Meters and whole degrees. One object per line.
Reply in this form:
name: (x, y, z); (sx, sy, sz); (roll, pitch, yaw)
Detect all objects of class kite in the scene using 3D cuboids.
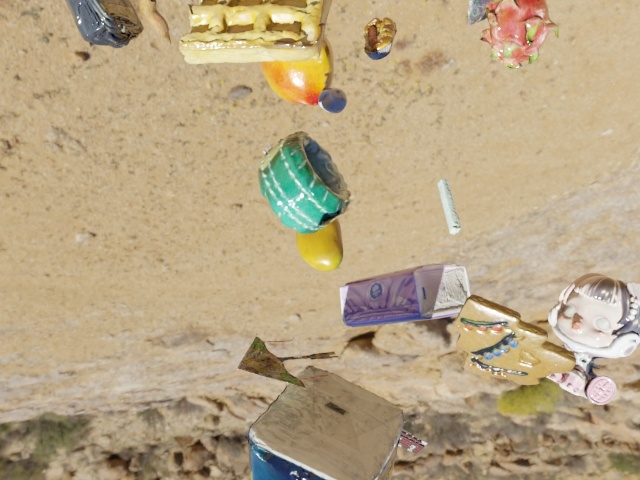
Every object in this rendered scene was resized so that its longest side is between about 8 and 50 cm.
kite: (-0.070, 0.250, 1.087); (0.245, 0.198, 0.006); (0, 115, -36)
kite: (0.621, -0.863, 1.850); (0.286, 0.015, 0.152); (-22, 123, -36)

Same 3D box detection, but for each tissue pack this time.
tissue pack: (0.009, 0.522, 1.123); (0.253, 0.264, 0.416); (-44, 146, -46)
tissue pack: (0.252, 0.171, 1.584); (0.242, 0.160, 0.338); (0, 169, -38)

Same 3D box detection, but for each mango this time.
mango: (-0.006, -0.001, 1.913); (0.176, 0.254, 0.139); (-20, 149, 26)

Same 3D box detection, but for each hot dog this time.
hot dog: (0.217, -0.752, 1.910); (0.131, 0.252, 0.069); (-14, 134, 22)

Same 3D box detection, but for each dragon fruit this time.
dragon fruit: (0.415, -0.479, 1.074); (0.137, 0.135, 0.235); (-15, 113, -23)

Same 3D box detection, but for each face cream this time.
face cream: (0.043, -0.502, 1.846); (0.091, 0.091, 0.095); (-34, 170, 32)

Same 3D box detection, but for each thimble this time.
thimble: (-0.049, -0.165, 1.448); (0.167, 0.288, 0.254); (-36, 153, 22)

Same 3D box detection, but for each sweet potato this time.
sweet potato: (-0.532, -0.716, 1.644); (0.065, 0.051, 0.218); (11, 153, 15)

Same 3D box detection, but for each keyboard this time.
keyboard: (0.255, 0.586, 1.506); (0.055, 0.017, 0.166); (-46, 128, 8)

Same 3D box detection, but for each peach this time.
peach: (-0.083, -0.655, 1.926); (0.289, 0.307, 0.289); (5, 148, 3)

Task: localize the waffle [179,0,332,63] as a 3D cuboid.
waffle: (-0.113, -0.497, 1.057); (0.305, 0.348, 0.077); (5, 152, 13)

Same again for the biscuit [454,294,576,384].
biscuit: (0.419, 0.242, 1.213); (0.301, 0.043, 0.278); (47, 140, -18)

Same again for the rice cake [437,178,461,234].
rice cake: (0.250, -0.068, 1.003); (0.022, 0.121, 0.022); (0, 150, -10)

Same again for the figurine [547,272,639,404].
figurine: (0.764, 0.266, 1.473); (0.211, 0.253, 0.361); (17, 97, -54)

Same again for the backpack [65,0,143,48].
backpack: (-0.564, -0.604, 1.352); (0.133, 0.206, 0.258); (-22, -167, 17)
